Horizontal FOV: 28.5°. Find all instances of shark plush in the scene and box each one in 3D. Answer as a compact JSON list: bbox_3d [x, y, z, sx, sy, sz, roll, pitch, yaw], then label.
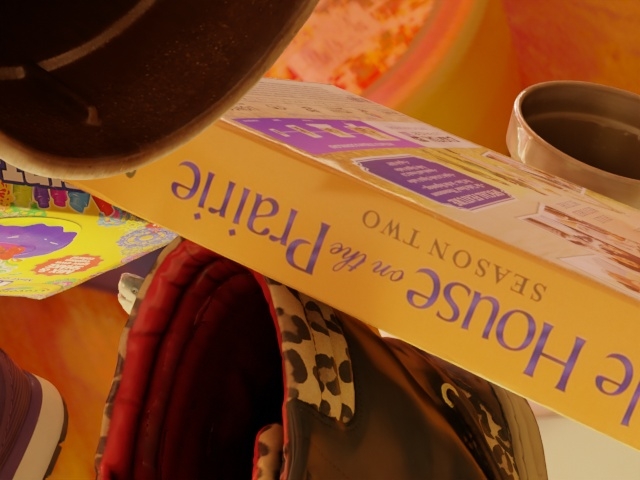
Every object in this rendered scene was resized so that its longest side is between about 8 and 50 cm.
[{"bbox_3d":[-0.150,0.082,1.422,0.161,0.073,0.067,12,104,4],"label":"shark plush"}]

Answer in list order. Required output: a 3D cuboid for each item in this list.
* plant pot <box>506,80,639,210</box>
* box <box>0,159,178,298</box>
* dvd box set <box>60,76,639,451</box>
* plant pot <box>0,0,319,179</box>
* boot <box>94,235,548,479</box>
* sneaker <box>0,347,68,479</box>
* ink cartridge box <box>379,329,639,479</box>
[{"bbox_3d":[0.414,-0.051,1.931,0.323,0.280,0.323,10,33,-6],"label":"plant pot"},{"bbox_3d":[-0.262,-0.120,0.827,0.177,0.290,0.279,-22,73,35],"label":"box"},{"bbox_3d":[0.122,0.015,0.637,0.420,0.308,0.062,24,103,18],"label":"dvd box set"},{"bbox_3d":[-0.092,-0.126,0.319,0.165,0.167,0.167,30,77,23],"label":"plant pot"},{"bbox_3d":[0.026,0.189,0.616,0.138,0.284,0.377,-22,52,28],"label":"boot"},{"bbox_3d":[-0.232,0.165,0.616,0.107,0.124,0.283,-12,49,30],"label":"sneaker"},{"bbox_3d":[0.263,0.153,1.620,0.279,0.160,0.384,-3,34,-16],"label":"ink cartridge box"}]
